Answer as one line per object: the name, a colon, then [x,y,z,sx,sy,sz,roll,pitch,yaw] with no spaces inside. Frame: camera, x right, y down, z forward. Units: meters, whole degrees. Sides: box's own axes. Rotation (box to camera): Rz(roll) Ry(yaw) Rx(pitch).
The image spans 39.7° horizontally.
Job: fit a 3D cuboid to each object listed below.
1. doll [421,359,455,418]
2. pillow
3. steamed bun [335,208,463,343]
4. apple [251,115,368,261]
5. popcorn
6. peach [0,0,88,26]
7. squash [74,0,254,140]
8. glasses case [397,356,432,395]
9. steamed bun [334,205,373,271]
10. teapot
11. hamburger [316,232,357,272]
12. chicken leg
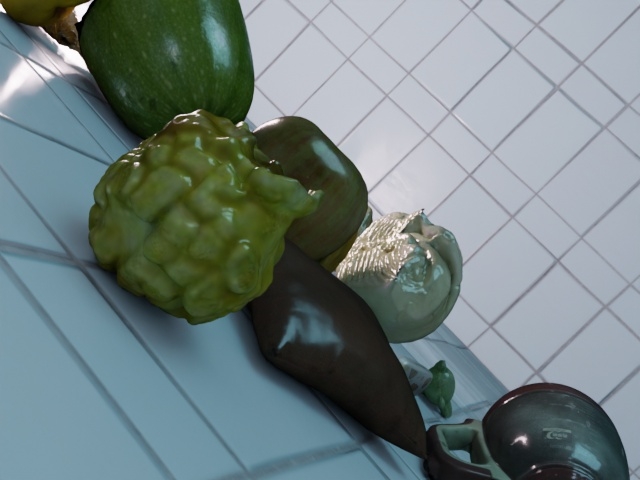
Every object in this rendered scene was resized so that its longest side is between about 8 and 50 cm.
doll: [0.231,0.296,1.761,0.150,0.077,0.115,59,27,-69]
pillow: [0.004,0.119,1.173,0.308,0.108,0.305,40,13,-33]
steamed bun: [0.165,0.092,1.812,0.206,0.275,0.320,55,38,-20]
apple: [-0.049,-0.079,1.542,0.257,0.234,0.257,43,4,-4]
popcorn: [-0.113,-0.031,0.874,0.181,0.216,0.235,47,16,-24]
peach: [-0.445,-0.424,1.475,0.179,0.179,0.103,-93,157,-81]
squash: [-0.225,-0.272,1.526,0.309,0.310,0.310,64,13,24]
glasses case: [0.151,0.240,1.553,0.041,0.063,0.164,49,7,30]
steamed bun: [0.033,-0.013,2.095,0.155,0.172,0.141,15,-37,9]
teapot: [0.301,0.343,1.305,0.315,0.233,0.312,16,7,10]
hamburger: [0.000,0.000,1.742,0.115,0.162,0.162,38,7,-7]
chicken leg: [-0.455,-0.379,1.628,0.198,0.069,0.085,50,5,-25]
